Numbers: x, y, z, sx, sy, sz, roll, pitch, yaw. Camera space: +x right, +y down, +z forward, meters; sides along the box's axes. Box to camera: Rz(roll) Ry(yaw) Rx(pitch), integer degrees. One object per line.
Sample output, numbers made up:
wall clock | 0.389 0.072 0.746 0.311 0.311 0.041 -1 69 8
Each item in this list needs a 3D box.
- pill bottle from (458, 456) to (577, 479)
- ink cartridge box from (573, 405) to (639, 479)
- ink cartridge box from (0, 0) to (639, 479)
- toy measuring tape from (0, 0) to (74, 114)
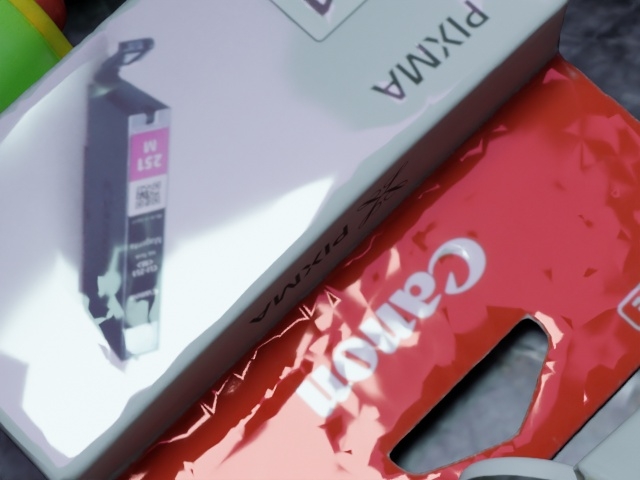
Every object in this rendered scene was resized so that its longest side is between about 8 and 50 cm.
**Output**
pill bottle | 0.068 0.139 0.540 0.065 0.065 0.116 4 62 20
ink cartridge box | 0.210 0.065 0.487 0.212 0.093 0.154 -37 37 -17
ink cartridge box | 0.000 0.000 0.610 0.275 0.060 0.239 -44 74 -11
toy measuring tape | -0.125 -0.065 0.700 0.330 0.121 0.121 24 69 29
